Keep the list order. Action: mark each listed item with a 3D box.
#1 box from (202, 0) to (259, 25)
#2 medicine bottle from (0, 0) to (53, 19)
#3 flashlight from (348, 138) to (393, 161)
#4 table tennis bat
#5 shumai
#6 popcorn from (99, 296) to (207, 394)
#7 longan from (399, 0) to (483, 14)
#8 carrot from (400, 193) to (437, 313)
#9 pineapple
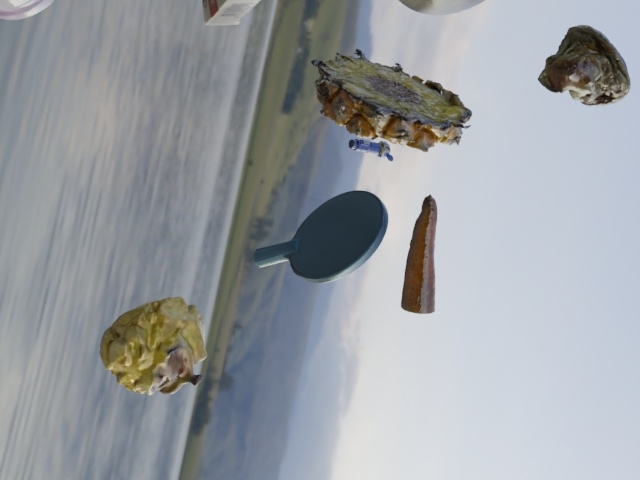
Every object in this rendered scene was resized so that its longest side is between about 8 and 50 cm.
[{"bbox_3d":[-0.149,-0.528,1.489,0.214,0.069,0.353,179,-94,-72],"label":"box"},{"bbox_3d":[-0.564,-0.515,1.568,0.316,0.202,0.202,42,56,-68],"label":"medicine bottle"},{"bbox_3d":[0.119,-0.215,2.228,0.035,0.121,0.057,-42,-129,42],"label":"flashlight"},{"bbox_3d":[0.000,0.000,2.027,0.329,0.044,0.215,-17,-131,32],"label":"table tennis bat"},{"bbox_3d":[0.416,-0.274,1.578,0.145,0.116,0.145,53,-17,24],"label":"shumai"},{"bbox_3d":[-0.241,0.155,1.423,0.167,0.152,0.148,-17,131,-45],"label":"popcorn"},{"bbox_3d":[0.272,-0.632,1.988,0.361,0.361,0.361,-168,-90,-84],"label":"longan"},{"bbox_3d":[0.176,0.022,1.668,0.061,0.061,0.210,-97,-170,-72],"label":"carrot"},{"bbox_3d":[0.081,-0.167,1.158,0.221,0.221,0.047,-89,-164,-61],"label":"pineapple"}]
